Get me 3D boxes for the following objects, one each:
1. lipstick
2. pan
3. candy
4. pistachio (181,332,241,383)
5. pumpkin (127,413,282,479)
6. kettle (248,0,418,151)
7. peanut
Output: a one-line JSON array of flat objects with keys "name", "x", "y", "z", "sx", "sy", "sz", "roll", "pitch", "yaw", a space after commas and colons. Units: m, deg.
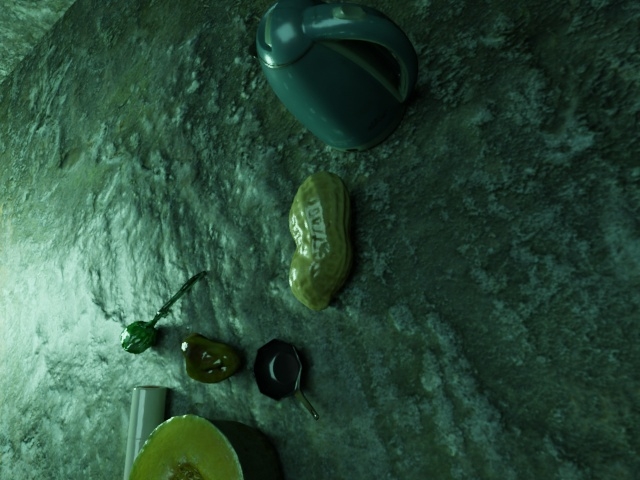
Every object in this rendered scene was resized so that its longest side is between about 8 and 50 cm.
[{"name": "lipstick", "x": -0.460, "y": 0.552, "z": 1.169, "sx": 0.087, "sy": 0.087, "sz": 0.327, "roll": -6, "pitch": 77, "yaw": 31}, {"name": "pan", "x": -0.075, "y": 0.322, "z": 1.004, "sx": 0.128, "sy": 0.048, "sz": 0.202, "roll": -36, "pitch": 61, "yaw": 22}, {"name": "candy", "x": -0.433, "y": 0.194, "z": 1.247, "sx": 0.323, "sy": 0.097, "sz": 0.097, "roll": -45, "pitch": 60, "yaw": 8}, {"name": "pistachio", "x": -0.287, "y": 0.295, "z": 1.111, "sx": 0.189, "sy": 0.100, "sz": 0.110, "roll": 12, "pitch": 85, "yaw": 32}, {"name": "pumpkin", "x": -0.244, "y": 0.555, "z": 0.985, "sx": 0.332, "sy": 0.199, "sz": 0.332, "roll": -8, "pitch": 70, "yaw": 24}, {"name": "kettle", "x": 0.040, "y": -0.358, "z": 0.909, "sx": 0.319, "sy": 0.342, "sz": 0.247, "roll": 0, "pitch": 79, "yaw": 31}, {"name": "peanut", "x": 0.000, "y": 0.000, "z": 0.986, "sx": 0.147, "sy": 0.147, "sz": 0.305, "roll": -7, "pitch": 80, "yaw": 31}]
